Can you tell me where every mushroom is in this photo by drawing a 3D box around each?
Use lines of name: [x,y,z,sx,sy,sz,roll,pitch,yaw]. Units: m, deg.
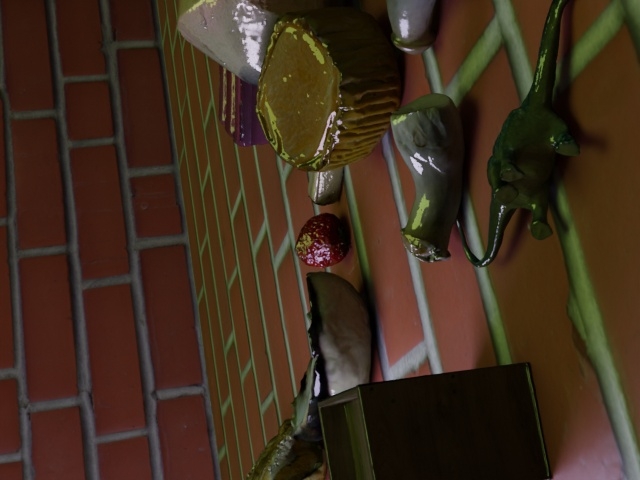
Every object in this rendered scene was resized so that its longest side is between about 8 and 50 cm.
mushroom: [0.145,-0.078,1.226,0.081,0.092,0.223,29,131,51]
mushroom: [0.022,0.212,1.670,0.247,0.130,0.344,-91,7,-59]
mushroom: [0.135,-0.339,1.181,0.270,0.103,0.118,117,133,-71]

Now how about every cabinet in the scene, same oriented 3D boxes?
cabinet: [0.132,0.241,1.128,0.175,0.215,0.148,136,126,-68]

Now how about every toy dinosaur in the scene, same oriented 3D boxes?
toy dinosaur: [0.218,-0.083,1.008,0.147,0.077,0.363,-84,3,-52]

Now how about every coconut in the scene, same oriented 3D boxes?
coconut: [-0.098,-0.420,1.617,0.297,0.298,0.309,148,120,-72]

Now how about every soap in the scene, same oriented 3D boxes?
soap: [-0.150,-0.407,2.064,0.233,0.128,0.359,-128,37,-60]

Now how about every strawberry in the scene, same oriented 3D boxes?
strawberry: [0.000,0.000,1.722,0.106,0.106,0.106,176,90,-74]

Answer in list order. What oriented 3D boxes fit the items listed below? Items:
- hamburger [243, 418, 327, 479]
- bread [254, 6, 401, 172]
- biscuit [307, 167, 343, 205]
hamburger: [-0.087,0.523,1.966,0.285,0.134,0.265,-56,1,-9]
bread: [0.010,-0.239,1.470,0.227,0.142,0.253,58,142,26]
biscuit: [0.012,-0.153,1.707,0.052,0.056,0.188,-117,29,-54]
